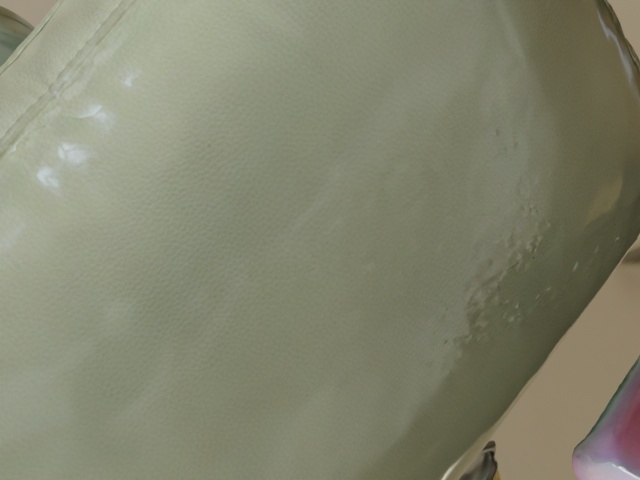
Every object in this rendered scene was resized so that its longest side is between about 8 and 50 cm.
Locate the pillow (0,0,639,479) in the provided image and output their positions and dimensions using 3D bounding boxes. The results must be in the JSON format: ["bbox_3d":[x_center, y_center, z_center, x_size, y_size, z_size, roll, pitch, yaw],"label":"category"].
[{"bbox_3d":[-0.014,0.013,0.420,0.322,0.119,0.255,-50,-53,-10],"label":"pillow"}]

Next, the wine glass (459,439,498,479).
[{"bbox_3d":[0.008,0.132,0.890,0.232,0.156,0.156,36,-157,28],"label":"wine glass"}]

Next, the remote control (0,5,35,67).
[{"bbox_3d":[-0.355,-0.092,1.014,0.140,0.296,0.056,18,-139,-58],"label":"remote control"}]

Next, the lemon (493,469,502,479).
[{"bbox_3d":[0.066,0.309,1.334,0.260,0.283,0.261,-16,-90,-87],"label":"lemon"}]

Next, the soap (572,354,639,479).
[{"bbox_3d":[0.266,0.081,0.603,0.324,0.109,0.193,-44,-70,-42],"label":"soap"}]
